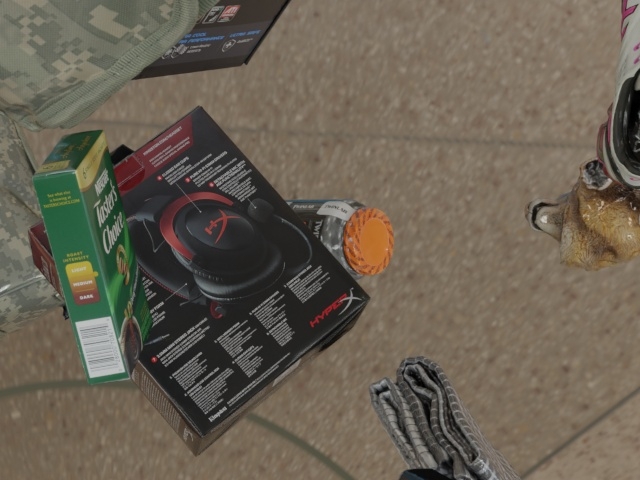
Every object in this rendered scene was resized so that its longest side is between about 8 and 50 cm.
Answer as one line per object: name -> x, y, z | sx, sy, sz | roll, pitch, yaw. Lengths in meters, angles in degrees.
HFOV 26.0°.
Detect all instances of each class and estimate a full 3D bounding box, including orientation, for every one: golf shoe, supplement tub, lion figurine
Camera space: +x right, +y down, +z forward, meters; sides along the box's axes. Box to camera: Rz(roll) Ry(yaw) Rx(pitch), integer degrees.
golf shoe -> 0.237, -0.126, 0.949 | 0.067, 0.086, 0.186 | 9, 93, 4
supplement tub -> 0.000, 0.000, 1.924 | 0.117, 0.190, 0.117 | 0, 90, -50
lion figurine -> 0.354, -0.133, 1.430 | 0.142, 0.240, 0.392 | 33, 102, 9

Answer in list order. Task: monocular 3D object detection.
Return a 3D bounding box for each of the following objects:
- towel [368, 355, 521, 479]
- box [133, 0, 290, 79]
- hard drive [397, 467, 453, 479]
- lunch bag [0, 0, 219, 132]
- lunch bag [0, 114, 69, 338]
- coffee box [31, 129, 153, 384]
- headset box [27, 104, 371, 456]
towel -> 0.193, 0.307, 1.831 | 0.121, 0.284, 0.235 | -34, 120, 1
box -> -0.106, -0.285, 1.340 | 0.073, 0.293, 0.295 | 50, 32, 16
hard drive -> 0.101, 0.394, 1.595 | 0.054, 0.172, 0.255 | 18, 87, -15
lunch bag -> -0.118, -0.201, 0.555 | 0.235, 0.169, 0.287 | 37, 101, -32
lunch bag -> -0.467, -0.010, 1.837 | 0.256, 0.212, 0.305 | -28, 75, -1
coffee box -> -0.183, 0.012, 1.132 | 0.040, 0.113, 0.184 | -9, 109, 7
headset box -> -0.131, 0.027, 1.367 | 0.218, 0.110, 0.293 | -39, 81, -19
